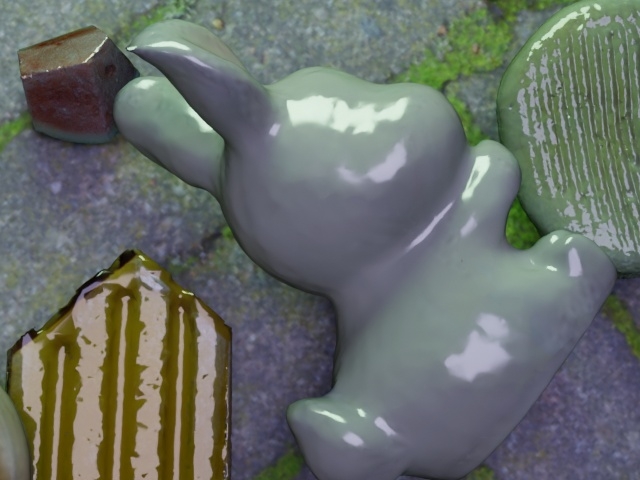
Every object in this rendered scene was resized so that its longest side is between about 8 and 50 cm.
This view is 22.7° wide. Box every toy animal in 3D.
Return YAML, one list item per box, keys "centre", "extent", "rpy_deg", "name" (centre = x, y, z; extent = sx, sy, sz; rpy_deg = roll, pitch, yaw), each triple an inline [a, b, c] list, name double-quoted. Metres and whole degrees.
- centre: [0.009, -0.004, 1.114]
  extent: [0.241, 0.196, 0.367]
  rpy_deg: [-40, 88, -24]
  name: "toy animal"

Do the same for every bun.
- centre: [0.234, -0.078, 1.209]
  extent: [0.221, 0.108, 0.221]
  rpy_deg: [0, 83, 2]
  name: "bun"

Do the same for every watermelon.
- centre: [-0.182, -0.114, 1.189]
  extent: [0.085, 0.072, 0.092]
  rpy_deg: [-26, 88, 7]
  name: "watermelon"

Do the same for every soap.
- centre: [-0.144, 0.137, 1.141]
  extent: [0.160, 0.080, 0.257]
  rpy_deg: [2, 79, -7]
  name: "soap"

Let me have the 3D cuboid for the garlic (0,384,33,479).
- centre: [-0.296, 0.164, 1.091]
  extent: [0.228, 0.110, 0.217]
  rpy_deg: [45, 104, 11]
  name: "garlic"
